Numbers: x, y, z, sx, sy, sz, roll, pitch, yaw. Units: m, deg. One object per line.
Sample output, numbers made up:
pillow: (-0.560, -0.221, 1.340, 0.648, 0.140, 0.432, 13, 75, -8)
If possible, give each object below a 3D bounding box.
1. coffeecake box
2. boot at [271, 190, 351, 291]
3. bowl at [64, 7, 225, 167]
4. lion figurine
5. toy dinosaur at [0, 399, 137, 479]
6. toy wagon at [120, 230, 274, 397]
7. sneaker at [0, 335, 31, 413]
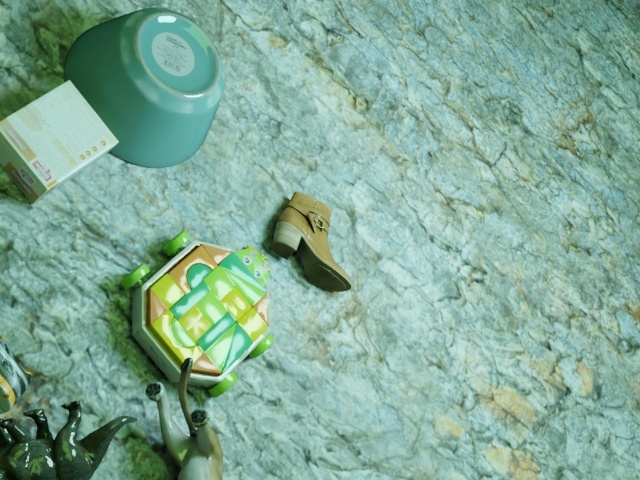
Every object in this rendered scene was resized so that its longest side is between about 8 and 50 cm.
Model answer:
coffeecake box: (-0.471, -0.173, 2.016, 0.142, 0.068, 0.185, 52, 47, -5)
boot: (0.000, 0.000, 2.300, 0.197, 0.073, 0.152, 38, 46, -20)
bowl: (-0.302, -0.308, 2.154, 0.311, 0.163, 0.311, 17, 59, -32)
lion figurine: (-0.202, 0.411, 1.877, 0.240, 0.142, 0.392, 69, 19, -48)
toy dinosaur: (-0.428, 0.341, 1.782, 0.313, 0.121, 0.160, -10, 87, -45)
toy wagon: (-0.194, 0.107, 2.093, 0.267, 0.068, 0.344, 51, 47, -6)
sneaker: (-0.534, 0.167, 1.797, 0.215, 0.084, 0.083, 57, 34, -5)
